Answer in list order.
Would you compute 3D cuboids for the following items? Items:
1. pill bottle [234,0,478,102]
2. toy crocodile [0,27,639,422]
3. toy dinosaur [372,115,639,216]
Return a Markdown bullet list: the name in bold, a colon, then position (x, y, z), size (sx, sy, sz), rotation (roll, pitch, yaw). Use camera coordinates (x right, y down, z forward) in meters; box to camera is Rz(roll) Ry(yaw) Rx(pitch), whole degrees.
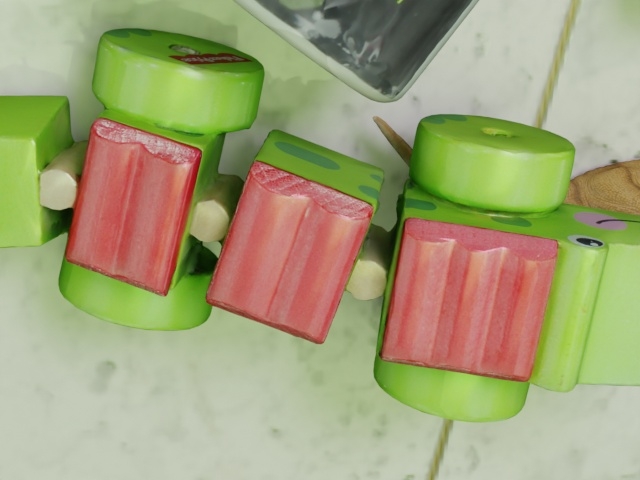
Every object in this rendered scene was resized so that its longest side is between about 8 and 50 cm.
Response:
- **pill bottle**: position (0.050, -0.180, 0.480), size (0.130, 0.130, 0.245), rotation (35, 100, -22)
- **toy crocodile**: position (0.000, 0.000, 0.530), size (0.341, 0.105, 0.115), rotation (14, 108, 0)
- **toy dinosaur**: position (0.128, -0.008, 0.614), size (0.212, 0.064, 0.112), rotation (-8, 85, -11)
